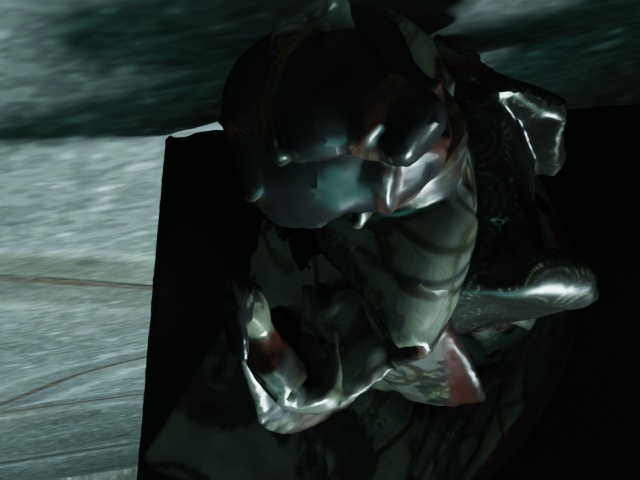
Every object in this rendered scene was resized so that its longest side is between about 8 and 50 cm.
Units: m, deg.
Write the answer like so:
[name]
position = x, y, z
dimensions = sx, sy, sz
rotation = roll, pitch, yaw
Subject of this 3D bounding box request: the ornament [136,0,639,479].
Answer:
[ornament]
position = 0.000, 0.000, 0.407
dimensions = 0.153, 0.166, 0.196
rotation = -3, 160, 13
